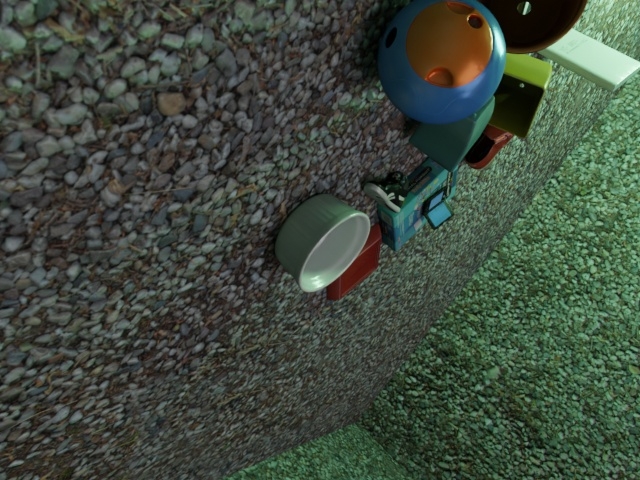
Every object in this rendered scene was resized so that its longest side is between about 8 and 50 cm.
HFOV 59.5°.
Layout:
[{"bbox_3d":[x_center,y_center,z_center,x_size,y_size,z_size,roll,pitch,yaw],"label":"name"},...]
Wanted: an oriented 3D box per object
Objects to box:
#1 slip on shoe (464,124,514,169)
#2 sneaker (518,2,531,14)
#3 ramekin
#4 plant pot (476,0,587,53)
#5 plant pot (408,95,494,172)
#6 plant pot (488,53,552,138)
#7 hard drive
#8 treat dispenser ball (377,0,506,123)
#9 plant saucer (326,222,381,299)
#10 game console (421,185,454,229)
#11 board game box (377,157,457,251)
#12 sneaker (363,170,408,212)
[{"bbox_3d":[0.657,-0.409,2.110,0.101,0.123,0.331,-7,137,-50],"label":"slip on shoe"},{"bbox_3d":[0.613,-0.689,1.669,0.163,0.086,0.226,-7,132,-45],"label":"sneaker"},{"bbox_3d":[0.000,0.000,1.597,0.277,0.135,0.277,-36,152,-23],"label":"ramekin"},{"bbox_3d":[0.532,-0.626,1.455,0.291,0.290,0.203,-59,169,19],"label":"plant pot"},{"bbox_3d":[0.388,-0.345,1.609,0.166,0.165,0.234,-51,173,-15],"label":"plant pot"},{"bbox_3d":[0.653,-0.510,1.877,0.187,0.212,0.212,-50,158,-29],"label":"plant pot"},{"bbox_3d":[0.977,-0.663,2.037,0.203,0.307,0.040,-35,152,-26],"label":"hard drive"},{"bbox_3d":[0.276,-0.414,1.288,0.288,0.288,0.288,-37,152,-24],"label":"treat dispenser ball"},{"bbox_3d":[0.130,0.091,2.031,0.258,0.047,0.259,-38,151,-23],"label":"plant saucer"},{"bbox_3d":[0.429,-0.118,2.003,0.122,0.071,0.107,-36,151,-27],"label":"game console"},{"bbox_3d":[0.353,-0.147,2.019,0.336,0.079,0.254,-43,154,-14],"label":"board game box"},{"bbox_3d":[0.213,-0.178,1.779,0.217,0.079,0.121,31,82,-58],"label":"sneaker"}]
